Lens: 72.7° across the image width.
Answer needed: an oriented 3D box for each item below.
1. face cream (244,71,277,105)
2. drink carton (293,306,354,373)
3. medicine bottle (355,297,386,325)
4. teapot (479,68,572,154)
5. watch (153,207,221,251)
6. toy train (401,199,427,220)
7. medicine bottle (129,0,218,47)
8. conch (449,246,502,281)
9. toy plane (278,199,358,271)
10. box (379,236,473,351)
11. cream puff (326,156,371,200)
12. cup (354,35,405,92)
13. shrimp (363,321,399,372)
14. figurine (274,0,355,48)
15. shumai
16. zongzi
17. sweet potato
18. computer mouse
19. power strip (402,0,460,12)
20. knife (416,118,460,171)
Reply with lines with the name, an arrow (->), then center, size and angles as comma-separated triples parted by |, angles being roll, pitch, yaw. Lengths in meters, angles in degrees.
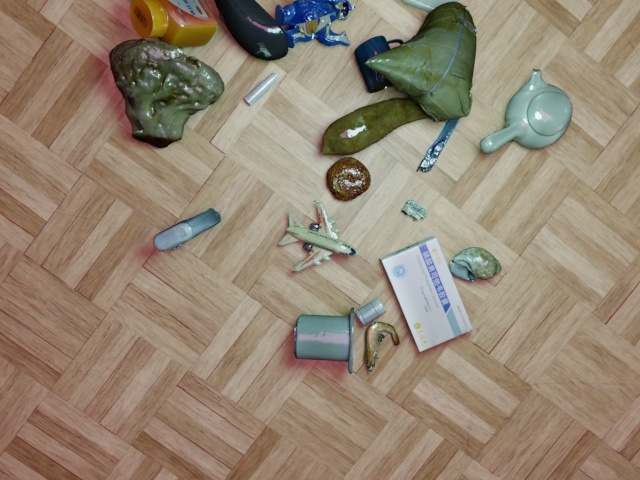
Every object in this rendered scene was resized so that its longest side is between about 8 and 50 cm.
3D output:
face cream -> -0.190, -0.492, 1.408 | 0.130, 0.034, 0.034 | -44, 95, 2
drink carton -> 0.020, 0.312, 1.421 | 0.190, 0.185, 0.190 | 2, 96, 9
medicine bottle -> 0.169, 0.241, 1.467 | 0.091, 0.058, 0.058 | -32, 95, 1
teapot -> 0.668, -0.362, 1.392 | 0.220, 0.149, 0.318 | 35, 92, -3
watch -> -0.417, -0.030, 1.365 | 0.207, 0.193, 0.068 | -26, 96, 21
toy train -> 0.317, -0.098, 1.459 | 0.083, 0.033, 0.053 | 38, 97, -5
medicine bottle -> -0.436, -0.661, 1.289 | 0.112, 0.222, 0.149 | -29, 94, 43
conch -> 0.519, 0.076, 1.448 | 0.173, 0.106, 0.116 | -1, 118, 16
toy plane -> 0.000, 0.000, 1.420 | 0.256, 0.104, 0.241 | 19, 91, -3
box -> 0.356, 0.180, 1.465 | 0.200, 0.065, 0.343 | -23, 95, -1
cream puff -> 0.091, -0.199, 1.417 | 0.149, 0.084, 0.148 | 0, 94, 0
cup -> 0.196, -0.565, 1.380 | 0.150, 0.113, 0.138 | -24, 94, -11
shrimp -> 0.210, 0.366, 1.494 | 0.125, 0.034, 0.178 | 2, 90, -9
figurine -> -0.017, -0.698, 1.363 | 0.263, 0.121, 0.164 | -14, 122, -23
shumai -> -0.486, -0.430, 1.311 | 0.346, 0.217, 0.282 | 20, 93, -6
zongzi -> 0.299, -0.581, 1.271 | 0.393, 0.174, 0.355 | 16, 77, -34
sweet potato -> 0.188, -0.377, 1.393 | 0.423, 0.130, 0.130 | -22, 95, -10
computer mouse -> -0.221, -0.649, 1.325 | 0.269, 0.170, 0.100 | 44, 77, -2
power strip -> 0.357, -0.785, 1.404 | 0.192, 0.035, 0.081 | 18, 94, -3
knife -> 0.412, -0.352, 1.446 | 0.044, 0.026, 0.296 | 30, 93, 8
